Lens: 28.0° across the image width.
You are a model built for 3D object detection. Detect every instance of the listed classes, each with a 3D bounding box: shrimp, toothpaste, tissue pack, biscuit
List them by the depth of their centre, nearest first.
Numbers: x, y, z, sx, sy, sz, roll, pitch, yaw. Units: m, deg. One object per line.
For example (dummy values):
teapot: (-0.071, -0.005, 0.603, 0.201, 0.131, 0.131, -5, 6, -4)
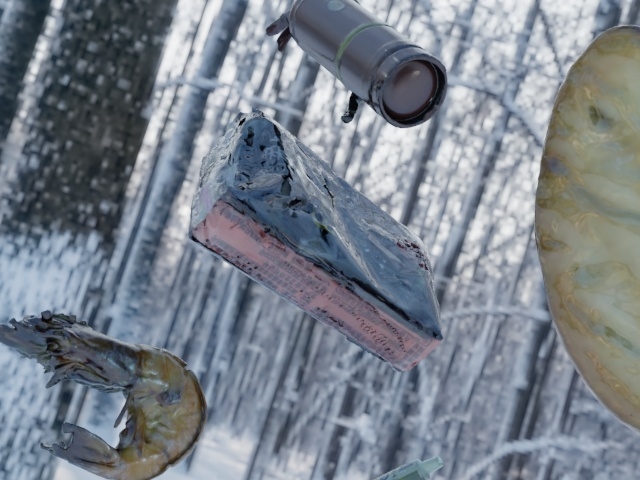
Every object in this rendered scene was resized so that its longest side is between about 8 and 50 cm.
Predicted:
biscuit: (0.221, -0.004, 0.735, 0.203, 0.260, 0.041, -27, -7, 10)
shrimp: (-0.258, 0.186, 1.472, 0.075, 0.178, 0.289, -25, -39, 38)
tissue pack: (0.000, 0.000, 1.560, 0.332, 0.123, 0.245, 35, 21, -17)
toothpaste: (0.068, 0.331, 1.679, 0.031, 0.204, 0.049, 58, 11, -21)

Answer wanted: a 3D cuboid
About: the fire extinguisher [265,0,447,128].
fire extinguisher: (0.032, -0.243, 1.656, 0.105, 0.141, 0.341, 54, -4, -38)
